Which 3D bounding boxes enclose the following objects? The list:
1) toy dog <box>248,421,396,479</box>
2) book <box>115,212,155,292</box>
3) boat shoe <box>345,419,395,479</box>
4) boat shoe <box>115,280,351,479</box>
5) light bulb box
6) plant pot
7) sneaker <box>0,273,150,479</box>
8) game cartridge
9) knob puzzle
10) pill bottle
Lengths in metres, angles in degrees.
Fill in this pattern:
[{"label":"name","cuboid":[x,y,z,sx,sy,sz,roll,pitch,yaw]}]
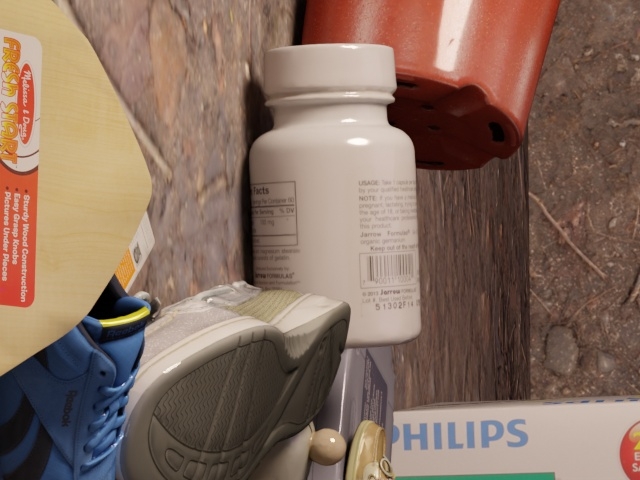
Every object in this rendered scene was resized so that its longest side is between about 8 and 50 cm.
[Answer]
[{"label":"toy dog","cuboid":[0.018,0.279,1.163,0.220,0.161,0.334,-77,160,-46]},{"label":"book","cuboid":[-0.131,-0.010,0.876,0.144,0.035,0.096,-65,146,-62]},{"label":"boat shoe","cuboid":[0.047,0.224,1.311,0.056,0.048,0.153,62,29,-59]},{"label":"boat shoe","cuboid":[-0.073,0.082,0.997,0.320,0.103,0.118,-24,130,-69]},{"label":"light bulb box","cuboid":[0.263,0.285,1.737,0.361,0.357,0.225,13,74,-74]},{"label":"plant pot","cuboid":[0.099,-0.220,1.404,0.272,0.272,0.265,57,42,-64]},{"label":"sneaker","cuboid":[-0.122,0.073,0.788,0.069,0.082,0.209,-56,143,-57]},{"label":"game cartridge","cuboid":[0.019,0.200,1.403,0.196,0.060,0.294,70,22,-60]},{"label":"knob puzzle","cuboid":[-0.154,-0.032,0.683,0.213,0.030,0.213,10,77,-47]},{"label":"pill bottle","cuboid":[0.010,-0.034,1.234,0.131,0.131,0.229,-6,94,-76]}]
